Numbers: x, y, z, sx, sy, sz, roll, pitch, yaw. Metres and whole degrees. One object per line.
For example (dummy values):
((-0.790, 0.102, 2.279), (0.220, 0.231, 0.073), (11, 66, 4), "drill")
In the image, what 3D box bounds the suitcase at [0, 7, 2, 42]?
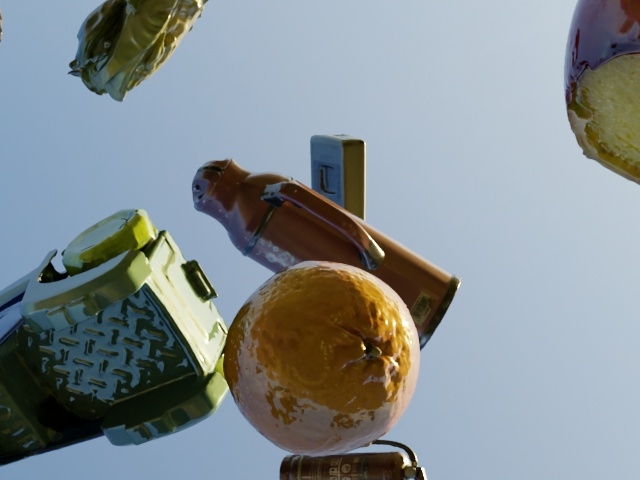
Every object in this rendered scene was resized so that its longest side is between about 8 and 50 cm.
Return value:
((-0.285, -0.119, 0.490), (0.339, 0.194, 0.351), (35, -139, -17), "suitcase")

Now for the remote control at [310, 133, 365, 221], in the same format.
((0.020, 0.010, 1.703), (0.038, 0.285, 0.123), (-2, -171, -19), "remote control")

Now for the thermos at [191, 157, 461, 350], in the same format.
((-0.004, 0.007, 1.578), (0.330, 0.109, 0.136), (31, -175, -2), "thermos")

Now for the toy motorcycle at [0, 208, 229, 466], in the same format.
((-0.260, 0.126, 1.319), (0.191, 0.326, 0.200), (59, -159, -20), "toy motorcycle")

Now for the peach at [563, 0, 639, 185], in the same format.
((0.271, -0.128, 1.000), (0.190, 0.226, 0.196), (4, -155, -20), "peach")

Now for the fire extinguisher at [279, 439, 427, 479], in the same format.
((0.037, 0.231, 1.352), (0.158, 0.043, 0.064), (-7, -103, 27), "fire extinguisher")

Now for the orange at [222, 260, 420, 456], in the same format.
((0.003, 0.106, 1.206), (0.177, 0.177, 0.155), (8, -172, -13), "orange")

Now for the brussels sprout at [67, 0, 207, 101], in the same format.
((-0.203, -0.232, 1.523), (0.100, 0.181, 0.139), (38, -163, 7), "brussels sprout")
